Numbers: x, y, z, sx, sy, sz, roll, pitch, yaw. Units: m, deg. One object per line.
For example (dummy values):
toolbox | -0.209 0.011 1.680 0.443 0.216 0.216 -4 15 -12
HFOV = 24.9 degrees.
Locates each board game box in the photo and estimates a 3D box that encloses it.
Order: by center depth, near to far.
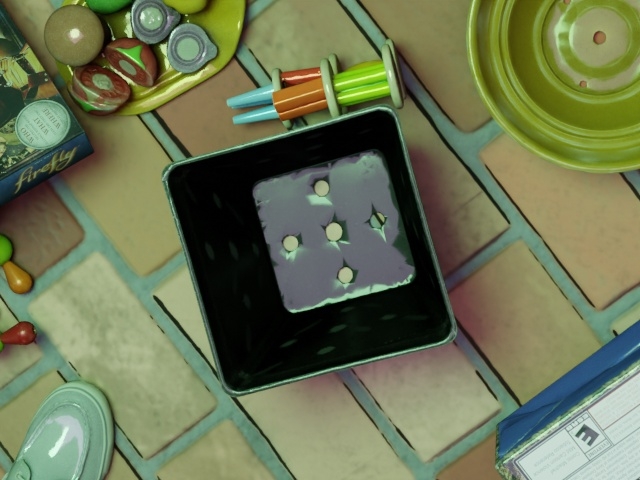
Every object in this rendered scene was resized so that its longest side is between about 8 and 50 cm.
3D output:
board game box | 0.318 0.212 1.172 0.232 0.141 0.291 -37 91 10
board game box | -0.319 -0.130 1.199 0.165 0.042 0.243 -32 69 -9

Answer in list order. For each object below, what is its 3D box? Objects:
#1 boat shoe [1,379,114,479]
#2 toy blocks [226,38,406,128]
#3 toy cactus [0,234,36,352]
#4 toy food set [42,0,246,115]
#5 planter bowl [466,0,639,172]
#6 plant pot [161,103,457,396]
boat shoe | -0.247 0.235 1.276 0.079 0.081 0.227 23 99 4
toy blocks | -0.008 -0.120 1.186 0.148 0.123 0.054 -13 99 8
toy cactus | -0.358 0.022 1.267 0.180 0.112 0.219 -27 101 19
toy food set | -0.168 -0.171 1.227 0.218 0.071 0.128 -30 92 10
planter bowl | 0.227 -0.164 1.168 0.217 0.090 0.217 1 95 7
plant pot | 0.000 0.000 1.177 0.187 0.167 0.188 -15 95 8
